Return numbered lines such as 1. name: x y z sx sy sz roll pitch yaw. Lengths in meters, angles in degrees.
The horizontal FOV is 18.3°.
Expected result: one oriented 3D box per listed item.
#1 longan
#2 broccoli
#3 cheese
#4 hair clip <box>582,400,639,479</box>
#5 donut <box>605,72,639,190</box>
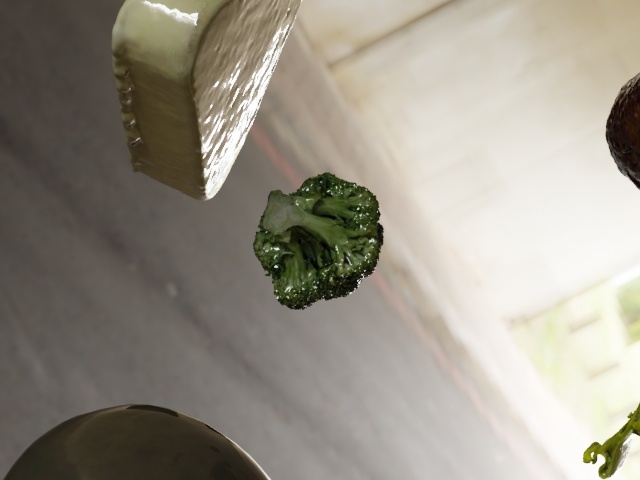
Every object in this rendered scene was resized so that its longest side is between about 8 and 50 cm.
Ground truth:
1. longan: -0.109 0.201 1.237 0.220 0.196 0.196 45 -7 42
2. broccoli: 0.000 0.000 2.071 0.138 0.146 0.162 33 14 -49
3. cheese: -0.120 -0.225 2.126 0.104 0.384 0.384 25 1 10
4. hair clip: 0.356 0.202 2.221 0.046 0.173 0.072 44 38 12
5. donut: 0.268 -0.085 1.311 0.126 0.144 0.186 33 -3 2
